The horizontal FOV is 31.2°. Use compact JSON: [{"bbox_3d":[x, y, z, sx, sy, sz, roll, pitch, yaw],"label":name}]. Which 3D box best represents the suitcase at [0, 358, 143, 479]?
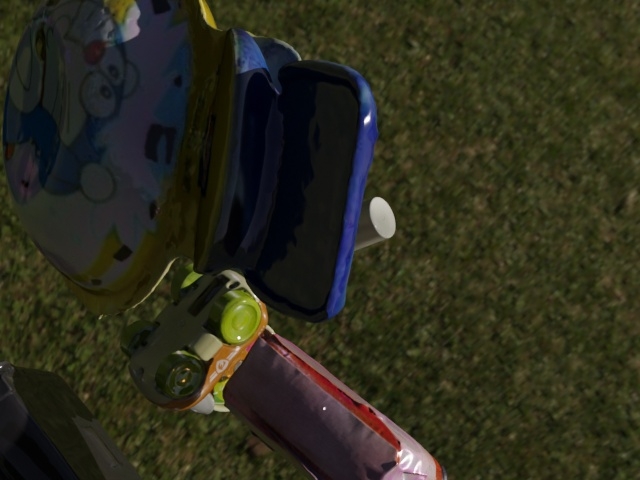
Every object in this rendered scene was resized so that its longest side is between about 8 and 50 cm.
[{"bbox_3d":[-0.385,0.345,1.664,0.188,0.339,0.345,-42,78,1],"label":"suitcase"}]

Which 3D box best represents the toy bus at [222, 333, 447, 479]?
[{"bbox_3d":[0.013,0.247,1.444,0.302,0.147,0.127,35,81,36],"label":"toy bus"}]

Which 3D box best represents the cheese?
[{"bbox_3d":[-0.059,-0.040,0.414,0.064,0.250,0.157,2,100,-36],"label":"cheese"}]

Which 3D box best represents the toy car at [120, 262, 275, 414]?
[{"bbox_3d":[-0.156,0.172,1.699,0.235,0.235,0.145,-20,31,-31],"label":"toy car"}]

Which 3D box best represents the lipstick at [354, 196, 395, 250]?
[{"bbox_3d":[0.000,0.000,1.859,0.070,0.254,0.070,28,52,-43],"label":"lipstick"}]
